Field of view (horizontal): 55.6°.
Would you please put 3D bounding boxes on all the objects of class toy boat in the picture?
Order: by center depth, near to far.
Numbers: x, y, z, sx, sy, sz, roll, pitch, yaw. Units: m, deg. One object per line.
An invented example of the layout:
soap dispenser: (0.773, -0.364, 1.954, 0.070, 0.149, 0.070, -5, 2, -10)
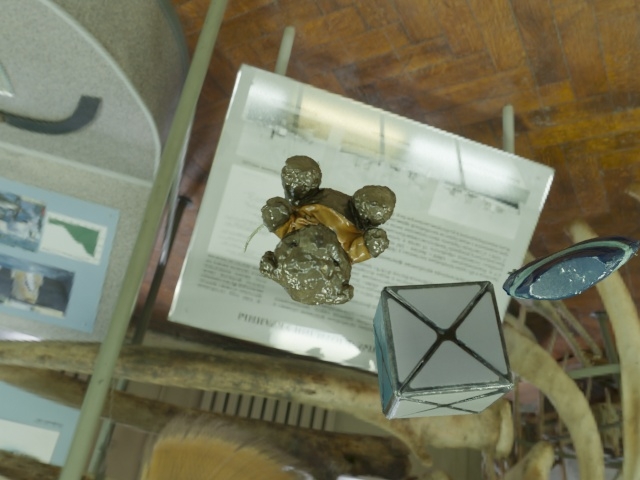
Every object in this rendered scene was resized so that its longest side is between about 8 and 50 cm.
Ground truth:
toy boat: (0.424, 0.024, 1.019, 0.220, 0.067, 0.291, -27, -179, 32)

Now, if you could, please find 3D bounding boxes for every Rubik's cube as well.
Rubik's cube: (0.259, 0.249, 1.378, 0.254, 0.259, 0.260, -4, 151, -4)

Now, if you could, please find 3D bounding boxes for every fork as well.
fork: (-0.068, -0.058, 1.130, 0.028, 0.219, 0.034, 42, 180, -8)

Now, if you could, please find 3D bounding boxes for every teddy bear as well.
teddy bear: (0.000, 0.000, 0.818, 0.177, 0.190, 0.140, 20, 140, 4)
